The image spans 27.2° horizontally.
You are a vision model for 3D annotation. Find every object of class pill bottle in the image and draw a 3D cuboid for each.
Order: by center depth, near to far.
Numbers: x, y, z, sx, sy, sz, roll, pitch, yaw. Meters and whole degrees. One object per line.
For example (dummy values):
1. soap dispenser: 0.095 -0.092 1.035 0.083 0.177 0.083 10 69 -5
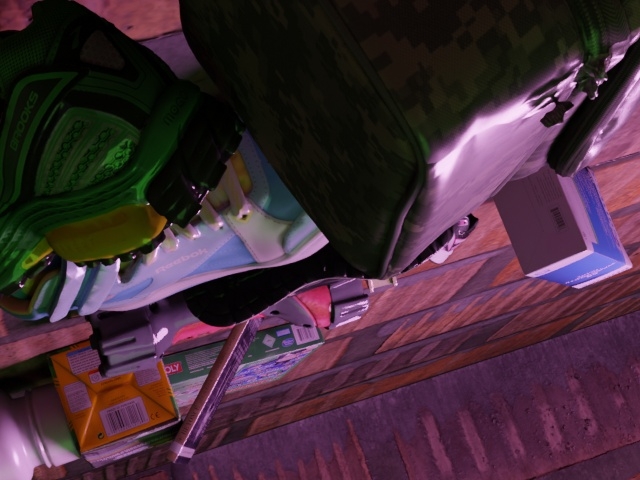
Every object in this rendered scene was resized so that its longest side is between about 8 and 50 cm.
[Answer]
1. pill bottle: -0.424 0.258 1.647 0.229 0.131 0.131 -17 167 -8

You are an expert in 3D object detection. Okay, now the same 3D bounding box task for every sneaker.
1. sneaker: -0.195 -0.058 0.784 0.344 0.146 0.134 -18 -145 45
2. sneaker: -0.119 -0.020 0.961 0.319 0.127 0.208 -27 170 28
3. sneaker: 0.000 0.000 1.347 0.283 0.107 0.124 -17 -178 7
4. sneaker: 0.124 -0.023 1.480 0.077 0.072 0.178 -39 167 18

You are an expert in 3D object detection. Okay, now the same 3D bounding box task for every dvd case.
1. dvd case: -0.130 0.179 1.665 0.221 0.018 0.164 -63 176 -9

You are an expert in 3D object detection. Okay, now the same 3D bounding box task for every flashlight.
1. flashlight: -0.102 0.080 1.462 0.304 0.103 0.103 -17 169 -17

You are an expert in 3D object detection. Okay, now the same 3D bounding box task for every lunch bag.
1. lunch bag: 0.082 -0.142 0.642 0.256 0.212 0.305 -35 170 -10

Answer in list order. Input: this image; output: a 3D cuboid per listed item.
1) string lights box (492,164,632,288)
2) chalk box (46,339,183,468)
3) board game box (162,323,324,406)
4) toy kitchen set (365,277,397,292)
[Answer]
1. string lights box: 0.274 -0.025 1.499 0.077 0.133 0.260 -25 165 19
2. chalk box: -0.252 0.200 1.669 0.132 0.132 0.213 -19 168 -9
3. board game box: -0.175 0.199 1.952 0.317 0.046 0.213 -13 166 -25
4. toy kitchen set: 0.074 0.000 1.510 0.068 0.083 0.075 -15 127 -5
